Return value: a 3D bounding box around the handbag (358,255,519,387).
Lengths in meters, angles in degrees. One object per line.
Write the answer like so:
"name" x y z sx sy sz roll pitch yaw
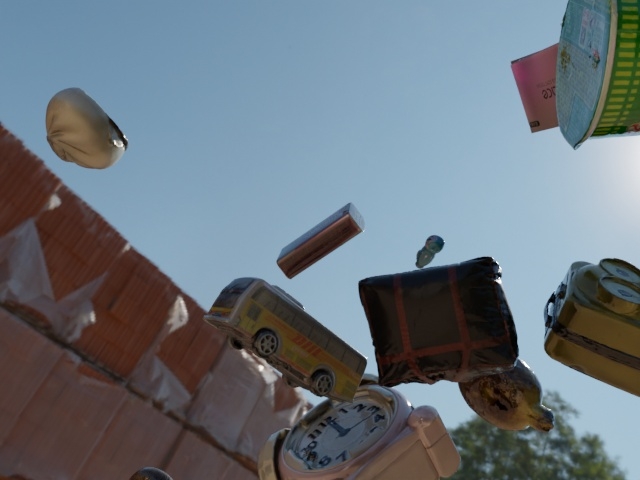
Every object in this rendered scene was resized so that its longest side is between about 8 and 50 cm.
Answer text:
"handbag" 0.172 0.125 0.937 0.215 0.169 0.155 -12 -17 18

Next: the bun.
"bun" -0.477 -0.211 1.265 0.173 0.120 0.173 41 -18 17

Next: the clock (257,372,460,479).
"clock" 0.063 0.418 1.269 0.326 0.342 0.184 14 -52 60

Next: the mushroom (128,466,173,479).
"mushroom" -0.322 0.496 1.219 0.109 0.085 0.126 -30 -93 50

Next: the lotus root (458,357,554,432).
"lotus root" 0.417 0.342 1.479 0.141 0.169 0.314 -2 16 -24

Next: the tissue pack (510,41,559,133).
"tissue pack" 0.455 -0.292 1.154 0.246 0.092 0.148 -166 -124 -80

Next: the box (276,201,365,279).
"box" 0.000 0.000 1.577 0.224 0.120 0.069 -34 -78 13

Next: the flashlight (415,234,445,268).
"flashlight" 0.282 0.034 1.663 0.051 0.051 0.129 26 -38 3

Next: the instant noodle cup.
"instant noodle cup" 0.404 -0.202 0.709 0.233 0.207 0.207 2 -32 5

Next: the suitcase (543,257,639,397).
"suitcase" 0.482 0.130 1.015 0.235 0.194 0.143 22 -60 14

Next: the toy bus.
"toy bus" -0.044 0.154 0.960 0.268 0.106 0.092 40 -25 -29
